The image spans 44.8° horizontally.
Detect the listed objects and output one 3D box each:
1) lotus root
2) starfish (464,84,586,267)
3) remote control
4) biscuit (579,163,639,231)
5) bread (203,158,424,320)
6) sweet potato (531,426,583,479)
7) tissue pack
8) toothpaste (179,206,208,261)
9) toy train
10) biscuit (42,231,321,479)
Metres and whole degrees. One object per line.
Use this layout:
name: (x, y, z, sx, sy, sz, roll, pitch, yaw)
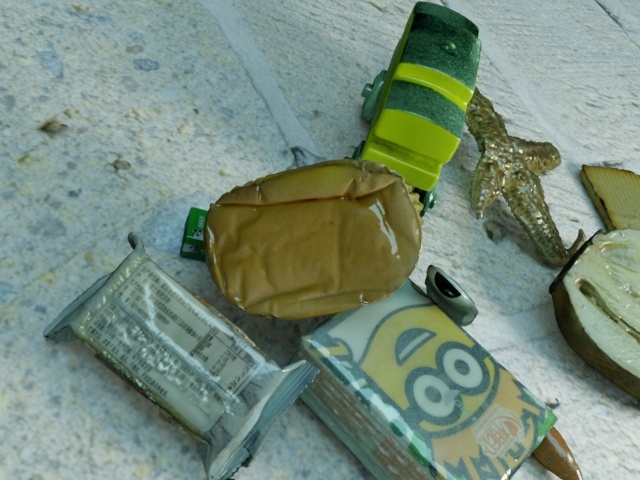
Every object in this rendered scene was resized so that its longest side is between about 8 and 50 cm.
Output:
lotus root: (0.502, 0.126, 1.297, 0.260, 0.149, 0.267, 27, 62, 4)
starfish: (0.381, -0.163, 1.492, 0.324, 0.082, 0.432, 24, 46, -24)
remote control: (0.188, 0.084, 1.141, 0.045, 0.256, 0.097, -46, 72, -3)
biscuit: (0.643, -0.053, 1.602, 0.172, 0.029, 0.254, 5, 50, -22)
bread: (0.000, 0.000, 1.040, 0.288, 0.156, 0.204, -18, 85, 9)
sweet potato: (0.306, 0.276, 1.127, 0.055, 0.058, 0.202, -46, 70, -1)
tissue pack: (0.132, 0.210, 1.041, 0.311, 0.128, 0.228, 43, 46, 14)
toothpaste: (-0.073, 0.018, 1.165, 0.266, 0.050, 0.065, 14, 49, -14)
toy train: (0.164, -0.230, 1.348, 0.179, 0.272, 0.442, 22, 45, -4)
biscuit: (-0.177, 0.141, 0.954, 0.309, 0.079, 0.186, 37, 78, 7)
